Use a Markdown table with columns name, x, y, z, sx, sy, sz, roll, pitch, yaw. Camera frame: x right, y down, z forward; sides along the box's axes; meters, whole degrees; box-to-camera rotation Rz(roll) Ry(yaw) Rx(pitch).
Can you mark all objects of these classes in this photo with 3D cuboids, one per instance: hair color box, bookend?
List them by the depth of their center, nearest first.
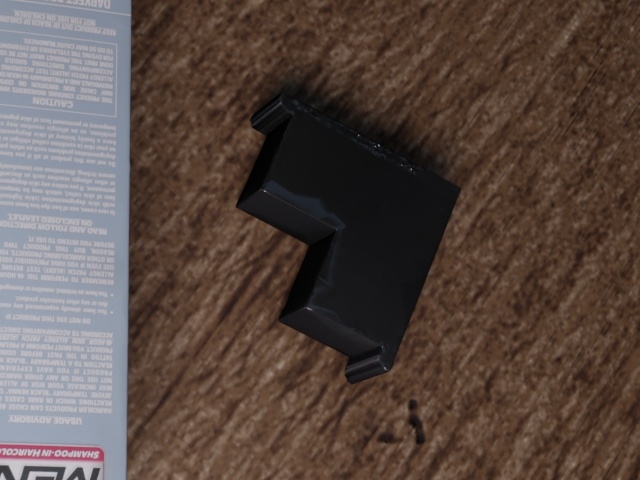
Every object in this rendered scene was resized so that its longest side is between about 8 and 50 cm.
| name | x | y | z | sx | sy | sz | roll | pitch | yaw |
| --- | --- | --- | --- | --- | --- | --- | --- | --- | --- |
| hair color box | -0.203 | 0.014 | 1.201 | 0.113 | 0.185 | 0.374 | 5 | 76 | -22 |
| bookend | 0.000 | 0.000 | 1.353 | 0.156 | 0.072 | 0.157 | 27 | 70 | -14 |
